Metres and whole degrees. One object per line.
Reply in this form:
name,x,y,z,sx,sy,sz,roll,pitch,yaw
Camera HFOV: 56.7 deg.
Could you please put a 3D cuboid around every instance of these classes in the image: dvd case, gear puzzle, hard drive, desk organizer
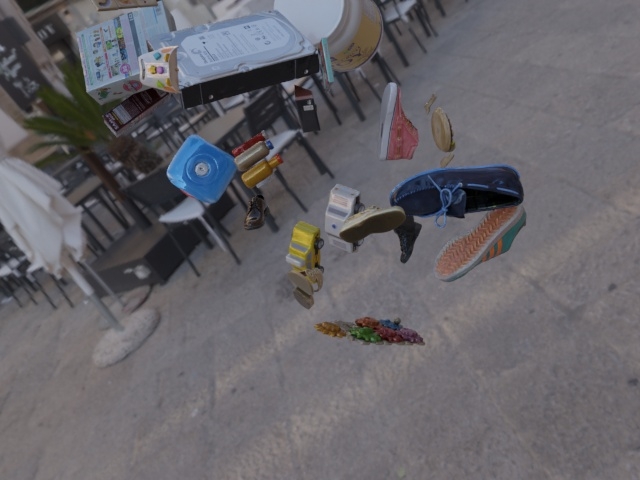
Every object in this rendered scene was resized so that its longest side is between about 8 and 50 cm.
dvd case,0.010,-0.356,1.209,0.013,0.087,0.119,-11,5,-4
gear puzzle,0.124,0.241,1.645,0.175,0.338,0.044,24,104,54
hard drive,-0.201,-0.429,1.366,0.338,0.064,0.237,-21,51,-19
desk organizer,-0.032,-0.326,1.461,0.047,0.130,0.050,-7,64,5

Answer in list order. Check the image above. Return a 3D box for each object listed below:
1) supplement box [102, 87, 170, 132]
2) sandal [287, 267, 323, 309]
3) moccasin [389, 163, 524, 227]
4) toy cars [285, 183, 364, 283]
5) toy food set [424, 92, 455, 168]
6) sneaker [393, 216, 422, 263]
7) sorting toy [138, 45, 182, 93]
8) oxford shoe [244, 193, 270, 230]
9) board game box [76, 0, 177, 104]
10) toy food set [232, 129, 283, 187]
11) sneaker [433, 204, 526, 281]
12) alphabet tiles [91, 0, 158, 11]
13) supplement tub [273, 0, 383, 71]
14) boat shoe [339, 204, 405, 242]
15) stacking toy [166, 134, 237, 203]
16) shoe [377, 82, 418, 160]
supplement box,-0.634,-0.463,2.056,0.239,0.073,0.130,-40,12,-12
sandal,-0.031,0.109,1.606,0.079,0.088,0.240,-48,-16,-19
moccasin,0.349,-0.117,1.508,0.341,0.138,0.117,-13,49,4
toy cars,0.000,0.000,1.663,0.087,0.177,0.393,-31,-8,-42
toy food set,0.338,-0.303,1.621,0.038,0.192,0.132,-13,-8,-6
sneaker,0.258,-0.019,1.857,0.170,0.089,0.051,-66,5,-16
sorting toy,-0.297,-0.310,1.078,0.075,0.084,0.045,6,18,20
oxford shoe,-0.247,-0.107,2.204,0.082,0.096,0.227,-9,26,7
board game box,-0.598,-0.591,1.875,0.303,0.224,0.097,-17,-15,5
toy food set,-0.144,-0.205,1.483,0.104,0.111,0.232,-32,5,8
sneaker,0.451,0.019,1.638,0.302,0.121,0.108,-42,45,8
alphabet tiles,-0.555,-0.702,1.447,0.285,0.343,0.011,-28,-8,-44
supplement tub,0.028,-0.631,1.704,0.240,0.241,0.331,-26,-4,23
boat shoe,0.091,-0.039,1.054,0.135,0.050,0.045,-18,43,34
stacking toy,-0.369,-0.201,1.858,0.166,0.175,0.302,-60,8,-6
shoe,0.174,-0.256,1.289,0.081,0.178,0.064,0,34,-7
